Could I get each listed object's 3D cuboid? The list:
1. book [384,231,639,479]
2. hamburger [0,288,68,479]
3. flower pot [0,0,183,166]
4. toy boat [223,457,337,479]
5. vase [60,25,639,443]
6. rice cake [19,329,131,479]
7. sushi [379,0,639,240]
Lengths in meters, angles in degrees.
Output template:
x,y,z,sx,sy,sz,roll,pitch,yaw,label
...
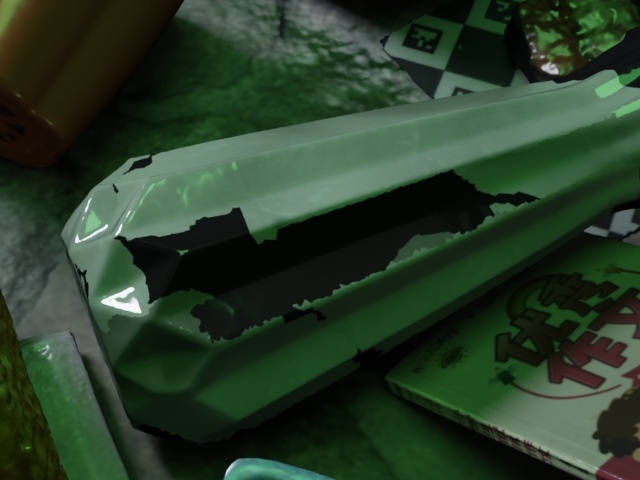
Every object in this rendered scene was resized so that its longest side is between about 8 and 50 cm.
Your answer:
x,y,z,sx,sy,sz,roll,pitch,yaw,label
0.166,0.064,0.762,0.162,0.022,0.232,-37,33,-25,book
-0.236,0.044,0.674,0.170,0.290,0.314,-17,55,-16,hamburger
-0.187,-0.152,0.892,0.190,0.190,0.173,16,66,10,flower pot
0.044,0.239,0.634,0.145,0.133,0.332,-25,58,-16,toy boat
0.044,-0.012,0.789,0.360,0.165,0.165,-20,57,-11,vase
-0.124,0.131,0.770,0.047,0.036,0.207,-15,55,-26,rice cake
0.193,-0.128,0.951,0.219,0.047,0.231,-30,60,-20,sushi
